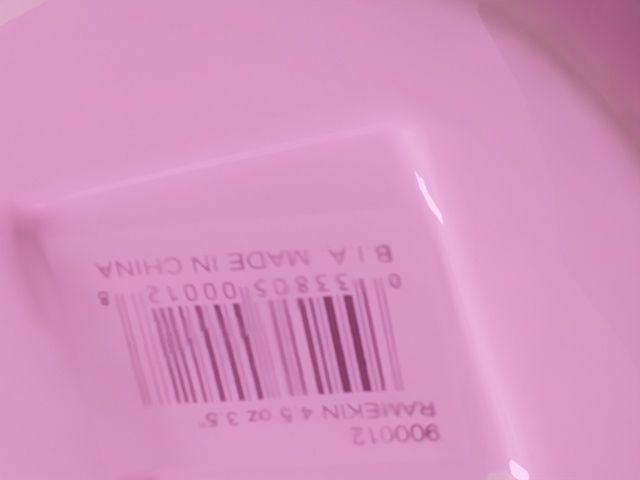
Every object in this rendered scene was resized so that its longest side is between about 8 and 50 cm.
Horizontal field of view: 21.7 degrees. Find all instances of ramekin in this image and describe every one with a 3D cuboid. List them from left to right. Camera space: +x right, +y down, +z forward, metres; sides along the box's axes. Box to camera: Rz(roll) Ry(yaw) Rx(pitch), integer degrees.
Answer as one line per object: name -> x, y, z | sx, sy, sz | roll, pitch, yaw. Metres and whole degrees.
ramekin -> 0.000, 0.000, 0.498 | 0.277, 0.135, 0.277 | 6, 118, 10
